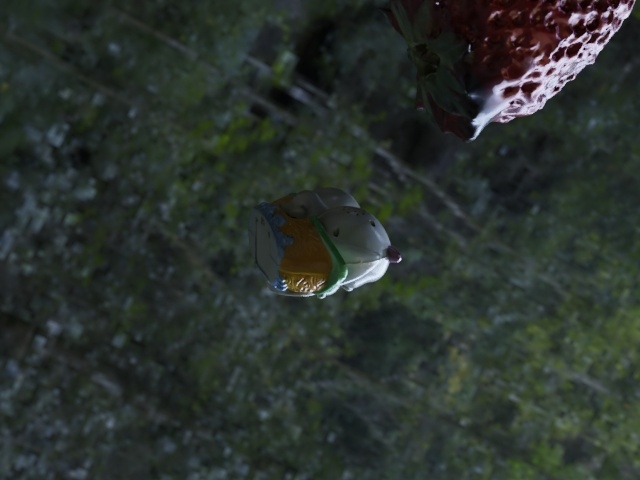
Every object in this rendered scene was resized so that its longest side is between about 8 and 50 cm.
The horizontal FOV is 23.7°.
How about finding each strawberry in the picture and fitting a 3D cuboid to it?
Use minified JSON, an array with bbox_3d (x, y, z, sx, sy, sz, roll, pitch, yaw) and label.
[{"bbox_3d":[0.240,-0.312,2.000,0.310,0.292,0.292,-33,-169,-27],"label":"strawberry"}]

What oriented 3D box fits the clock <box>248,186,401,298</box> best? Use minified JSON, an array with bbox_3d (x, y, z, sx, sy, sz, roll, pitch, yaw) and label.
[{"bbox_3d":[0.000,0.000,1.713,0.231,0.144,0.103,-130,-139,-64],"label":"clock"}]
